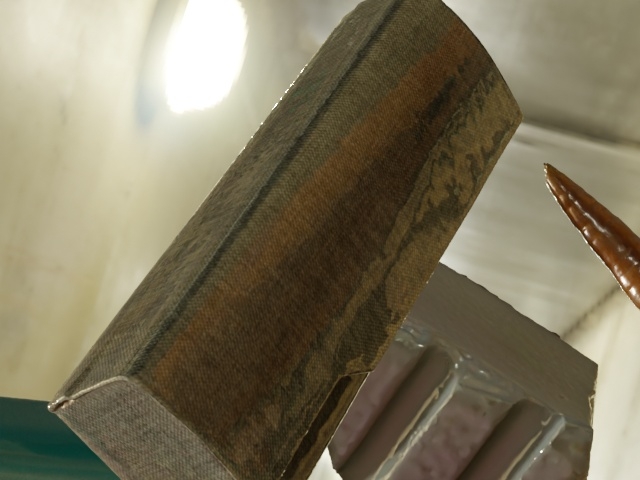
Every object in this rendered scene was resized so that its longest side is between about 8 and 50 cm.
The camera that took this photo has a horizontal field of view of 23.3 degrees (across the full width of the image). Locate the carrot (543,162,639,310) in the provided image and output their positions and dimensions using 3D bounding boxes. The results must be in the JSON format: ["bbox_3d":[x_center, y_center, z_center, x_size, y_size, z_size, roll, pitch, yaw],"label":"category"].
[{"bbox_3d":[0.219,0.028,1.031,0.216,0.048,0.048,50,-176,15],"label":"carrot"}]

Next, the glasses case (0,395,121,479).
[{"bbox_3d":[-0.161,0.146,0.817,0.301,0.117,0.070,7,-162,-26],"label":"glasses case"}]

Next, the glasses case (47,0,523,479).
[{"bbox_3d":[0.000,0.000,0.492,0.047,0.205,0.071,-26,112,44],"label":"glasses case"}]

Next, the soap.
[{"bbox_3d":[0.048,0.163,1.201,0.258,0.302,0.159,32,-154,0],"label":"soap"}]
